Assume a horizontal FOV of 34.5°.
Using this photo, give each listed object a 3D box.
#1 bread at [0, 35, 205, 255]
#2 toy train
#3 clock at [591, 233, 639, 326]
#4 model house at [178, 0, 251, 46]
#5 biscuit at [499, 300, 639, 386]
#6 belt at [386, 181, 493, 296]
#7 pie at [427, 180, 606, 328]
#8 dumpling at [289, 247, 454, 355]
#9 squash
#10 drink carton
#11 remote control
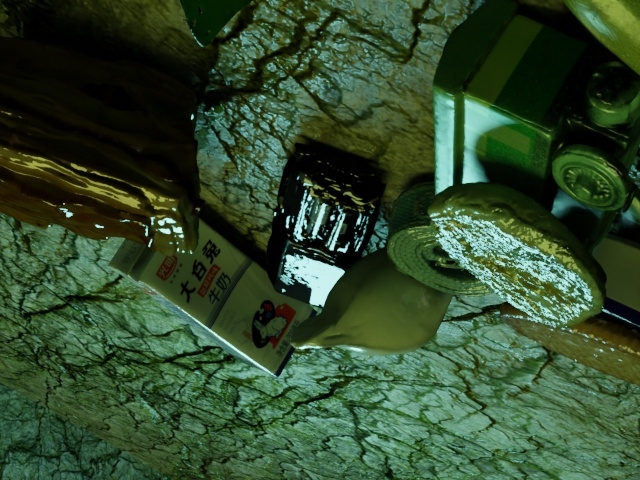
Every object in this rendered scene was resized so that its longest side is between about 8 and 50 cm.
[{"bbox_3d":[-0.276,-0.103,1.227,0.314,0.192,0.370,17,169,-3],"label":"bread"},{"bbox_3d":[0.204,-0.073,0.938,0.202,0.120,0.301,29,160,20],"label":"toy train"},{"bbox_3d":[0.376,0.069,1.072,0.230,0.083,0.230,24,-175,-2],"label":"clock"},{"bbox_3d":[-0.119,-0.263,0.868,0.088,0.117,0.167,29,162,25],"label":"model house"},{"bbox_3d":[0.369,0.136,1.298,0.305,0.038,0.305,23,173,3],"label":"biscuit"},{"bbox_3d":[0.156,-0.002,1.204,0.147,0.082,0.163,-2,146,22],"label":"belt"},{"bbox_3d":[0.178,0.013,0.935,0.187,0.041,0.187,33,162,12],"label":"pie"},{"bbox_3d":[0.063,0.086,1.313,0.179,0.252,0.131,-6,112,61],"label":"dumpling"},{"bbox_3d":[0.242,-0.173,0.764,0.188,0.095,0.095,31,155,-13],"label":"squash"},{"bbox_3d":[-0.158,0.073,1.546,0.106,0.130,0.315,15,160,49],"label":"drink carton"},{"bbox_3d":[0.000,0.000,1.362,0.144,0.062,0.399,20,156,2],"label":"remote control"}]
